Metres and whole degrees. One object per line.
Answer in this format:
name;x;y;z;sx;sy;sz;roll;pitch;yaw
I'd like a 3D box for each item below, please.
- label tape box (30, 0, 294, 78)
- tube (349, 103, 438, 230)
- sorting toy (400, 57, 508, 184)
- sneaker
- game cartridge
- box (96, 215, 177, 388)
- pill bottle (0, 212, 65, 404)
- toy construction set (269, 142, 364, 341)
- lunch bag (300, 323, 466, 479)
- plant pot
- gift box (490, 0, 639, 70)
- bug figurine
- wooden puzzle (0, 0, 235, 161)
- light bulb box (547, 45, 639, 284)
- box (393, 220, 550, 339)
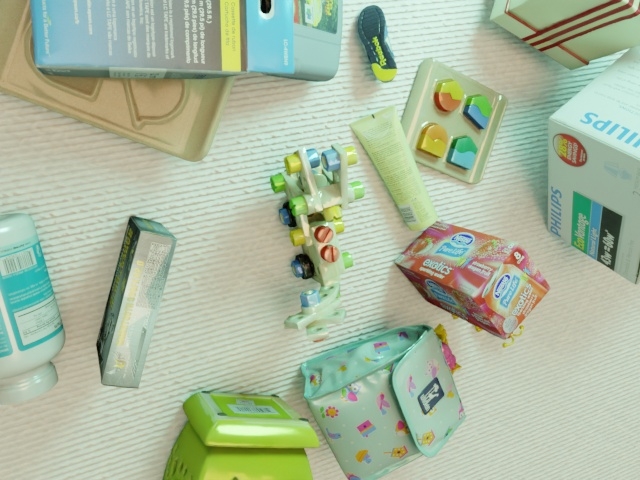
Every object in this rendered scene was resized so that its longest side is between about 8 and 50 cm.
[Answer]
label tape box;-0.218;-0.358;0.857;0.348;0.115;0.249;-4;99;-20
tube;0.149;-0.133;1.148;0.070;0.062;0.240;-35;110;-14
sorting toy;0.261;-0.228;1.191;0.208;0.038;0.193;18;92;-23
sneaker;0.103;-0.352;1.103;0.053;0.059;0.144;-13;88;12
game cartridge;-0.034;-0.411;0.983;0.196;0.060;0.294;-17;107;-59
box;-0.290;0.087;0.945;0.056;0.183;0.231;14;94;-23
pill bottle;-0.467;0.101;0.895;0.146;0.146;0.264;-14;103;-19
toy construction set;0.000;0.000;1.028;0.151;0.215;0.327;-3;100;-21
lunch bag;0.126;0.295;1.133;0.262;0.160;0.223;-23;108;3
plant pot;-0.134;0.382;1.039;0.228;0.227;0.207;10;89;-23
gift box;0.495;-0.495;1.123;0.255;0.258;0.276;26;78;-23
bug figurine;0.298;0.214;1.237;0.279;0.072;0.216;-46;137;-8
wooden puzzle;-0.295;-0.326;0.936;0.348;0.080;0.322;20;91;-19
light bulb box;0.649;-0.174;1.181;0.361;0.225;0.358;-40;141;-11
box;0.270;0.063;1.123;0.128;0.257;0.122;-45;114;-9
